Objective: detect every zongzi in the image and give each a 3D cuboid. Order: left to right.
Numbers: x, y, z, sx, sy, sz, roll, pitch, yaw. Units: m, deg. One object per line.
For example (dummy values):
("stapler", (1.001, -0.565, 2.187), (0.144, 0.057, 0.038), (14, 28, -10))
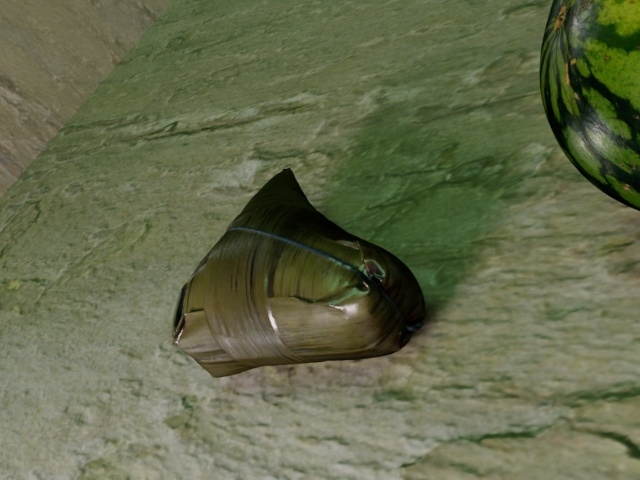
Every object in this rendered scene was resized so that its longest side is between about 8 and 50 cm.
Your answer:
("zongzi", (0.000, 0.000, 0.998), (0.286, 0.138, 0.300), (-11, 40, 37))

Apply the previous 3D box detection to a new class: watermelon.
("watermelon", (0.307, -0.147, 0.684), (0.285, 0.285, 0.285), (-29, 32, 21))
